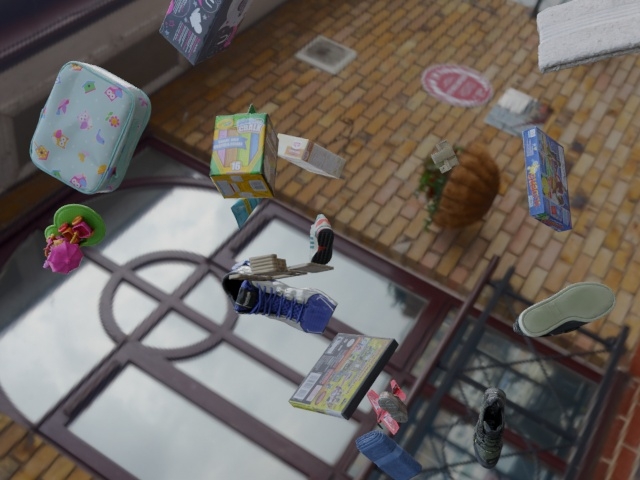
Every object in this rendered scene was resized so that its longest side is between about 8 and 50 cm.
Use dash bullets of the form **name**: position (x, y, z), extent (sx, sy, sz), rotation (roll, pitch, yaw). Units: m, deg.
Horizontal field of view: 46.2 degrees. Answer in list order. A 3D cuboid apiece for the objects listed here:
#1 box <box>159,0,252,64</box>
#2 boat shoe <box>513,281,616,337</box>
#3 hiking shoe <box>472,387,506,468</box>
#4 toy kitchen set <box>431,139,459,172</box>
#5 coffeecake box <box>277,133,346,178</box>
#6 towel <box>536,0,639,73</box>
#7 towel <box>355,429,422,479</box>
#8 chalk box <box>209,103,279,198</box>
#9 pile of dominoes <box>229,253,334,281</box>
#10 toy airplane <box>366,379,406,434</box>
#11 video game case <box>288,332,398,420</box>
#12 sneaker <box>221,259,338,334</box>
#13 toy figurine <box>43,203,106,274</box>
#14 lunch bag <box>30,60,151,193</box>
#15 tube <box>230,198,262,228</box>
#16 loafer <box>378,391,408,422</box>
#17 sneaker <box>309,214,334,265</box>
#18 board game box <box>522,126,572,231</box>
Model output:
- **box**: position (-0.294, -0.620, 2.011), extent (0.163, 0.142, 0.247), rotation (-41, -5, -44)
- **boat shoe**: position (0.740, 0.223, 2.301), extent (0.340, 0.127, 0.113), rotation (-22, -13, -18)
- **hiking shoe**: position (0.460, 0.524, 2.060), extent (0.114, 0.086, 0.226), rotation (-13, -73, -73)
- **toy kitchen set**: position (0.357, -0.244, 2.245), extent (0.068, 0.083, 0.075), rotation (-27, 0, -13)
- **coffeecake box**: position (-0.036, -0.264, 2.354), extent (0.185, 0.142, 0.068), rotation (22, -92, -46)
- **towel**: position (0.646, -0.496, 1.750), extent (0.049, 0.282, 0.187), rotation (46, -137, -47)
- **towel**: position (0.127, 0.396, 1.384), extent (0.067, 0.119, 0.029), rotation (-37, 17, 36)
- **chalk box**: position (-0.180, -0.223, 1.810), extent (0.132, 0.132, 0.213), rotation (66, -156, -64)
- **pile of dominoes**: position (-0.083, 0.059, 1.722), extent (0.251, 0.196, 0.040), rotation (15, -114, -75)
- **toy airplane**: position (0.177, 0.429, 1.971), extent (0.028, 0.151, 0.151), rotation (3, -60, -34)
- **video game case**: position (0.065, 0.385, 2.168), extent (0.275, 0.248, 0.035), rotation (-51, -62, -29)
- **sneaker**: position (-0.131, 0.161, 1.937), extent (0.127, 0.316, 0.182), rotation (-69, -15, 13)
- **toy figurine**: position (-0.625, 0.017, 1.823), extent (0.130, 0.173, 0.159), rotation (55, -155, -31)
- **lunch bag**: position (-0.529, -0.251, 1.740), extent (0.279, 0.224, 0.108), rotation (-64, -7, 13)
- **tube**: position (-0.201, -0.125, 2.189), extent (0.207, 0.052, 0.080), rotation (-57, -44, -41)
- **loafer**: position (0.159, 0.357, 1.644), extent (0.125, 0.045, 0.039), rotation (55, -142, -44)
- **sneaker**: position (0.000, 0.000, 1.973), extent (0.161, 0.057, 0.075), rotation (101, 161, -48)
- **board game box**: position (0.497, -0.132, 1.643), extent (0.136, 0.035, 0.201), rotation (21, -118, -44)
